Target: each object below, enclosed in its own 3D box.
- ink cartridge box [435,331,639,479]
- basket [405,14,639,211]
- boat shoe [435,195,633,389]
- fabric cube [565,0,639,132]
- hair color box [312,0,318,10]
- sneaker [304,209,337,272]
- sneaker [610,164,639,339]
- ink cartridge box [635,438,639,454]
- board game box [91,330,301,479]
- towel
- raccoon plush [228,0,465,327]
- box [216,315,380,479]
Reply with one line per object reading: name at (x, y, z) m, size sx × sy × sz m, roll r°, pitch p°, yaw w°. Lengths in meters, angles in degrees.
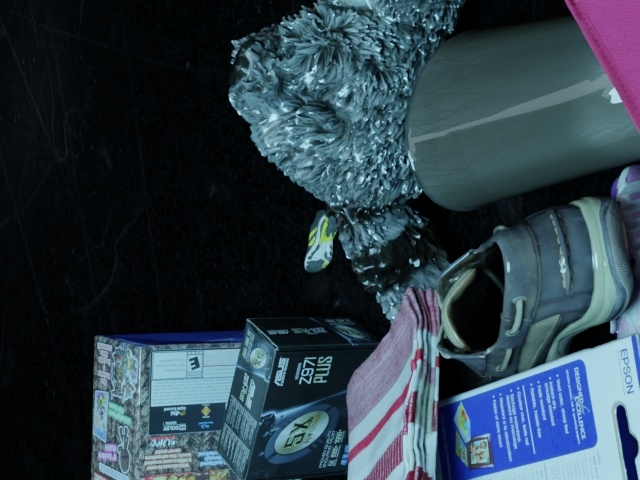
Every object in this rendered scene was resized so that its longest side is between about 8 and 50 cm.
ink cartridge box at (0.196, 0.208, 1.232) m, size 0.371 × 0.069 × 0.175 m, roll -34°, pitch 59°, yaw 59°
basket at (0.217, -0.127, 1.242) m, size 0.227 × 0.204 × 0.154 m, roll -8°, pitch 127°, yaw 50°
boat shoe at (0.167, 0.054, 1.269) m, size 0.355 × 0.130 × 0.132 m, roll 111°, pitch 155°, yaw -63°
fabric cube at (0.373, -0.152, 0.913) m, size 0.259 × 0.258 × 0.254 m, roll -53°, pitch 46°, yaw 42°
hair color box at (0.042, -0.252, 1.572) m, size 0.167 × 0.093 × 0.053 m, roll -56°, pitch 44°, yaw 39°
sneaker at (0.000, 0.000, 1.693) m, size 0.035 × 0.031 × 0.083 m, roll -120°, pitch 47°, yaw -58°
sneaker at (0.291, 0.052, 1.192) m, size 0.104 × 0.095 × 0.236 m, roll -44°, pitch 54°, yaw 57°
ink cartridge box at (0.293, 0.231, 1.199) m, size 0.198 × 0.067 × 0.115 m, roll 29°, pitch 113°, yaw 55°
board game box at (-0.156, 0.265, 1.736) m, size 0.141 × 0.232 × 0.291 m, roll 4°, pitch 92°, yaw 58°
towel at (0.058, 0.236, 1.336) m, size 0.237 × 0.037 × 0.329 m, roll 116°, pitch 163°, yaw -52°
raccoon plush at (0.119, -0.148, 1.423) m, size 0.299 × 0.216 × 0.446 m, roll -31°, pitch 102°, yaw 29°
box at (-0.026, 0.185, 1.616) m, size 0.077 × 0.147 × 0.180 m, roll 39°, pitch 121°, yaw 51°
